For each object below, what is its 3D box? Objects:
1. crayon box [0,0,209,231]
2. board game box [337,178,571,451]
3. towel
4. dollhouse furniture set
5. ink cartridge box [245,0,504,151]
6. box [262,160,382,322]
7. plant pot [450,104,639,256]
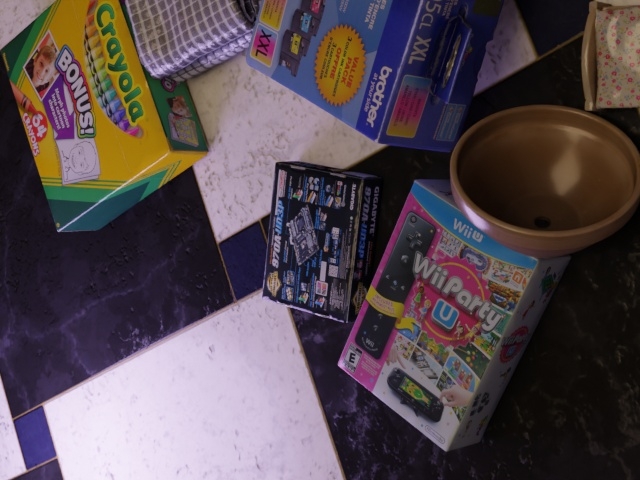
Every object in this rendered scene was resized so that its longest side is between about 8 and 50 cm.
[{"bbox_3d":[-0.376,-0.242,2.217,0.313,0.106,0.362,-31,73,37],"label":"crayon box"},{"bbox_3d":[0.176,0.098,1.780,0.224,0.098,0.303,36,114,33],"label":"board game box"},{"bbox_3d":[-0.205,-0.420,2.054,0.235,0.121,0.283,-23,78,38],"label":"towel"},{"bbox_3d":[0.339,-0.258,1.569,0.303,0.174,0.355,3,95,41],"label":"dollhouse furniture set"},{"bbox_3d":[0.089,-0.292,1.748,0.395,0.151,0.270,35,115,45],"label":"ink cartridge box"},{"bbox_3d":[0.000,0.000,1.950,0.175,0.051,0.220,13,101,39],"label":"box"},{"bbox_3d":[0.281,-0.055,1.633,0.237,0.237,0.109,36,148,33],"label":"plant pot"}]
